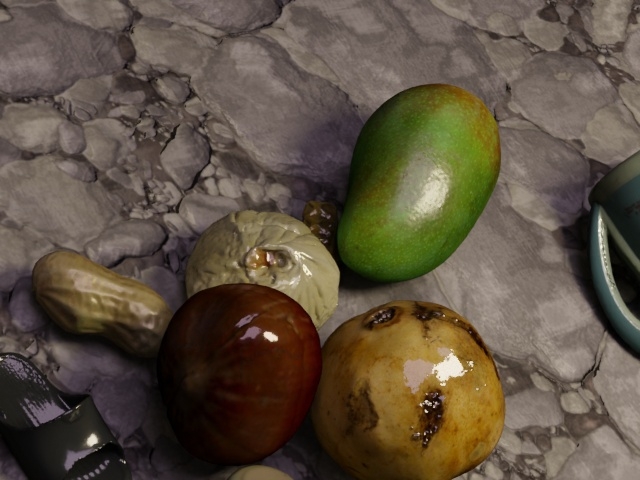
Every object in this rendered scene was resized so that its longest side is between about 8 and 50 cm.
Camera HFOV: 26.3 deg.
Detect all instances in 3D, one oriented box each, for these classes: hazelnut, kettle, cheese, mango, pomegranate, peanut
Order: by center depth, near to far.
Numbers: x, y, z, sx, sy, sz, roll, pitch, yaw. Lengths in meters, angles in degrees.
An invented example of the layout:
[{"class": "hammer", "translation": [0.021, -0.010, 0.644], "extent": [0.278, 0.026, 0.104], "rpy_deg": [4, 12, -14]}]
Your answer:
[{"class": "hazelnut", "translation": [-0.109, 0.169, 1.711], "extent": [0.229, 0.229, 0.229], "rpy_deg": [13, 50, -16]}, {"class": "cheese", "translation": [-0.045, 0.328, 1.724], "extent": [0.171, 0.048, 0.092], "rpy_deg": [17, 31, -31]}, {"class": "peanut", "translation": [-0.279, 0.086, 1.788], "extent": [0.214, 0.090, 0.099], "rpy_deg": [24, 35, -7]}, {"class": "pomegranate", "translation": [0.110, 0.202, 1.792], "extent": [0.260, 0.260, 0.260], "rpy_deg": [13, 50, -16]}, {"class": "mango", "translation": [0.141, -0.089, 2.056], "extent": [0.225, 0.201, 0.382], "rpy_deg": [54, 51, -23]}, {"class": "kettle", "translation": [0.583, 0.032, 2.181], "extent": [0.319, 0.247, 0.342], "rpy_deg": [-26, 73, -3]}]

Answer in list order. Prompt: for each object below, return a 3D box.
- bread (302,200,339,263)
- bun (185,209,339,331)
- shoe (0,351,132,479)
[{"class": "bread", "translation": [0.000, 0.000, 2.012], "extent": [0.066, 0.060, 0.110], "rpy_deg": [41, 39, -35]}, {"class": "bun", "translation": [-0.081, 0.048, 1.876], "extent": [0.220, 0.134, 0.220], "rpy_deg": [6, 61, -10]}, {"class": "shoe", "translation": [-0.326, 0.220, 1.663], "extent": [0.241, 0.093, 0.108], "rpy_deg": [45, 48, 14]}]
